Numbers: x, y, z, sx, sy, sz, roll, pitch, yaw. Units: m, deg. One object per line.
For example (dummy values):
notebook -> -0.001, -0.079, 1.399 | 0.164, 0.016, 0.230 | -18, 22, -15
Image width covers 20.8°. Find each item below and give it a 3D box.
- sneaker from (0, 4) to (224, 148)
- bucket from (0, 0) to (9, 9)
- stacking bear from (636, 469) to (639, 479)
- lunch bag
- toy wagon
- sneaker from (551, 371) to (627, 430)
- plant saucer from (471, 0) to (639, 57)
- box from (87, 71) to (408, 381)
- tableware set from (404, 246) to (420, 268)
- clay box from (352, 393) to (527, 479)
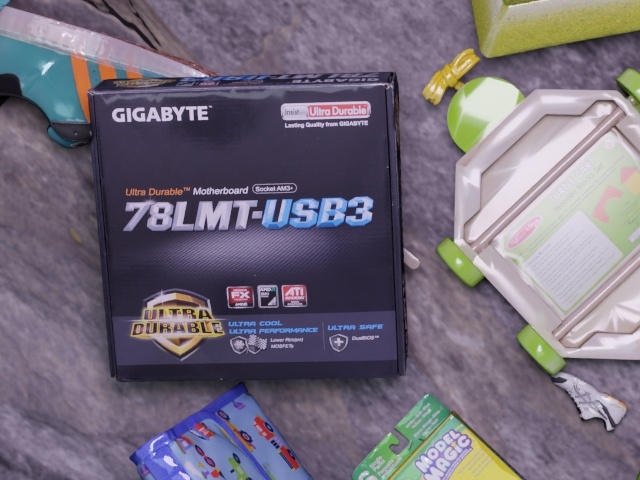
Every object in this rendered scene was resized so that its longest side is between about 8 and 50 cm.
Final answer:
sneaker -> -0.202, -0.140, 1.753 | 0.302, 0.108, 0.121 | 19, 96, 10
bucket -> -0.414, -0.334, 1.688 | 0.281, 0.183, 0.281 | -1, 88, 32
stacking bear -> 0.388, 0.224, 1.671 | 0.164, 0.175, 0.289 | 14, 82, -2
lunch bag -> -0.082, 0.270, 1.638 | 0.138, 0.293, 0.221 | -37, 87, 4
toy wagon -> 0.240, -0.048, 1.724 | 0.267, 0.068, 0.344 | -43, 85, 3
sneaker -> 0.263, 0.160, 1.737 | 0.083, 0.032, 0.037 | 30, 92, 5
plant saucer -> 0.234, -0.286, 1.705 | 0.188, 0.045, 0.188 | -10, 67, 5
box -> -0.066, -0.012, 1.682 | 0.295, 0.073, 0.293 | 0, 107, 6
tableware set -> 0.000, 0.000, 1.762 | 0.194, 0.039, 0.128 | 45, 105, 10
clay box -> 0.147, 0.271, 1.737 | 0.222, 0.053, 0.127 | 43, 93, 3
